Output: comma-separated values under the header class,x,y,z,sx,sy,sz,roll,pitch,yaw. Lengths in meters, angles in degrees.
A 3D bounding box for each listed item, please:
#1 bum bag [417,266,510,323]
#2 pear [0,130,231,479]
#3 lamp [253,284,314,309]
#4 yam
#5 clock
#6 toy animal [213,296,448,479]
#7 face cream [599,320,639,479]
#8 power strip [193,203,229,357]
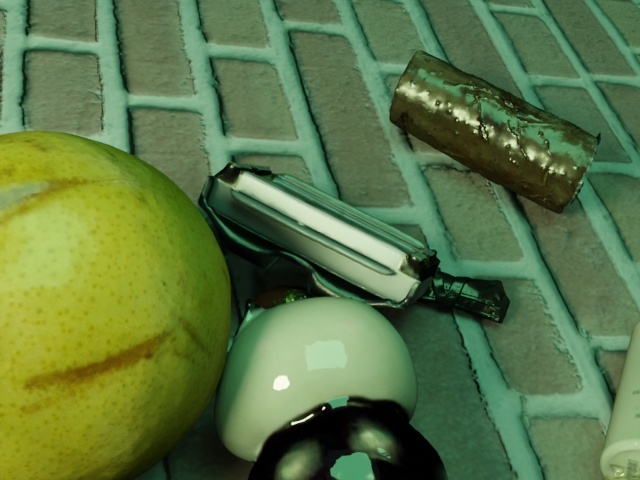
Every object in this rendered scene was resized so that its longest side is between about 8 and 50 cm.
class,x,y,z,sx,sy,sz,roll,pitch,yaw
bum bag,0.159,0.059,1.148,0.125,0.034,0.057,14,56,-4
pear,-0.223,0.060,0.802,0.315,0.314,0.314,10,43,-9
lamp,-0.029,0.091,1.006,0.101,0.090,0.101,11,43,-11
yam,0.230,-0.144,1.327,0.280,0.131,0.131,29,43,13
clock,0.000,0.000,1.059,0.253,0.083,0.186,28,8,11
toy animal,0.006,0.162,0.870,0.187,0.165,0.235,-5,56,-20
face cream,0.380,0.147,1.093,0.092,0.092,0.311,26,41,8
power strip,-0.163,0.039,1.042,0.168,0.054,0.253,7,44,-14
